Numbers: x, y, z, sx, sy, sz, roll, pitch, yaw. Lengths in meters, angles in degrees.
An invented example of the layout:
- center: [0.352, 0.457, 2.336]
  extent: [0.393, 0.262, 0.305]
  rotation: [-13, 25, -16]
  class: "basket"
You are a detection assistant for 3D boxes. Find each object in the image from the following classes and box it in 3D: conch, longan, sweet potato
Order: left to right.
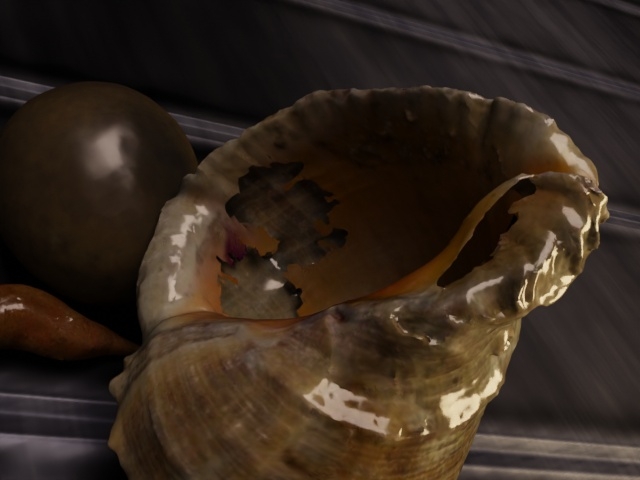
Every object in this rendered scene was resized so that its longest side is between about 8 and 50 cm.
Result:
- center: [-0.212, 0.061, 0.642]
  extent: [0.194, 0.056, 0.056]
  rotation: [14, 39, -28]
  class: "sweet potato"
- center: [-0.174, -0.038, 0.695]
  extent: [0.167, 0.167, 0.187]
  rotation: [-3, 65, -34]
  class: "longan"
- center: [0.018, 0.055, 0.592]
  extent: [0.352, 0.210, 0.297]
  rotation: [-26, 59, 4]
  class: "conch"

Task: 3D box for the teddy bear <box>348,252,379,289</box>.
- center: [-0.004, 0.021, 0.791]
  extent: [0.213, 0.111, 0.133]
  rotation: [28, 7, 41]
  class: "teddy bear"
